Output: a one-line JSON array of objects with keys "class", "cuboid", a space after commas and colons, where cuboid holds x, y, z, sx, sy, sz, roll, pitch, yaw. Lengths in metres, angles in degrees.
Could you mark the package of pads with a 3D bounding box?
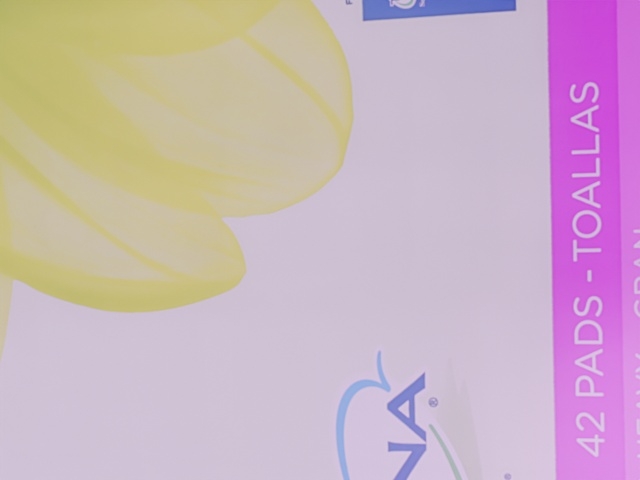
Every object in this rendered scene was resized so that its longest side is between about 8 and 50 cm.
[{"class": "package of pads", "cuboid": [0.000, 0.000, 0.420, 0.296, 0.101, 0.229, 0, 90, 20]}]
